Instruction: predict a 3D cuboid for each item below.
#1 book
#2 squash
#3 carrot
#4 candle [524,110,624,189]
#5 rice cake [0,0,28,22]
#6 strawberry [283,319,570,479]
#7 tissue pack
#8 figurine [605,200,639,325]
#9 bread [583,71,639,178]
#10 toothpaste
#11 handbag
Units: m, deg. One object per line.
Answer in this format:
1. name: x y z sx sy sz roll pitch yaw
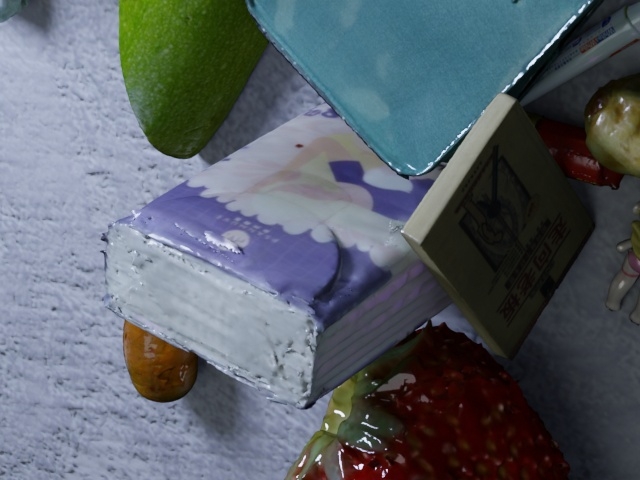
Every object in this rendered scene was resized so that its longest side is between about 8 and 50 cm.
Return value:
1. book: 0.165 -0.007 1.757 0.026 0.161 0.231 26 165 37
2. squash: -0.159 -0.224 1.935 0.203 0.111 0.289 42 130 7
3. carrot: -0.174 0.084 2.120 0.087 0.087 0.193 14 121 24
4. candle: 0.233 -0.082 1.810 0.130 0.052 0.052 17 122 20
5. rice cake: -0.456 -0.329 2.084 0.336 0.063 0.066 27 126 16
6. strawberry: 0.145 0.249 1.924 0.343 0.292 0.292 32 129 -9
7. tissue pack: 0.000 0.000 1.794 0.242 0.343 0.125 24 125 29
8. figurine: 0.310 0.015 1.806 0.083 0.083 0.187 33 137 12
9. bread: 0.357 -0.076 1.709 0.269 0.087 0.098 20 88 21
10. toothpaste: 0.219 -0.158 1.783 0.218 0.052 0.033 -31 107 35
11. handbag: 0.100 -0.226 1.765 0.269 0.100 0.274 46 117 14
